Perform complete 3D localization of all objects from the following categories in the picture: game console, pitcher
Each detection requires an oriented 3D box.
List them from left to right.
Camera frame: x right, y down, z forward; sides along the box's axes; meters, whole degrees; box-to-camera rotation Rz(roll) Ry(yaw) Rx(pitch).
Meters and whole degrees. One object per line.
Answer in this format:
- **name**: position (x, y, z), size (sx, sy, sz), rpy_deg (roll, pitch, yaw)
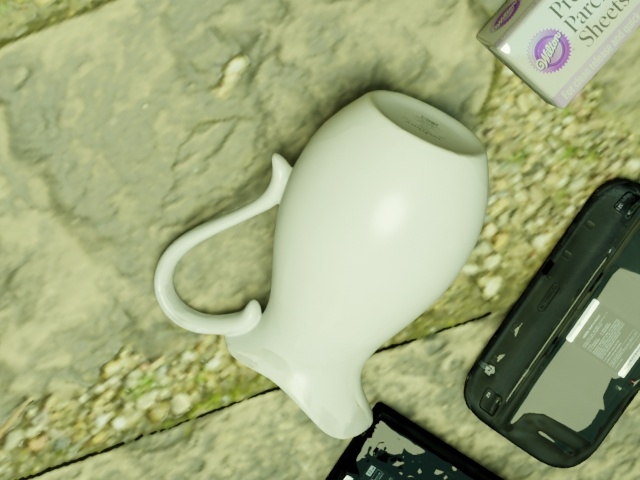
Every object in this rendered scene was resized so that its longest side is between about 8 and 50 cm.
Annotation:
- **pitcher**: position (0.000, 0.000, 0.993), size (0.178, 0.125, 0.207), rpy_deg (27, 112, -2)
- **game console**: position (0.157, 0.134, 1.077), size (0.213, 0.044, 0.361), rpy_deg (34, 96, -5)

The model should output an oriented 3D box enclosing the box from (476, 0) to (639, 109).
- **box**: position (0.235, -0.228, 0.988), size (0.067, 0.063, 0.324), rpy_deg (41, 96, -16)
